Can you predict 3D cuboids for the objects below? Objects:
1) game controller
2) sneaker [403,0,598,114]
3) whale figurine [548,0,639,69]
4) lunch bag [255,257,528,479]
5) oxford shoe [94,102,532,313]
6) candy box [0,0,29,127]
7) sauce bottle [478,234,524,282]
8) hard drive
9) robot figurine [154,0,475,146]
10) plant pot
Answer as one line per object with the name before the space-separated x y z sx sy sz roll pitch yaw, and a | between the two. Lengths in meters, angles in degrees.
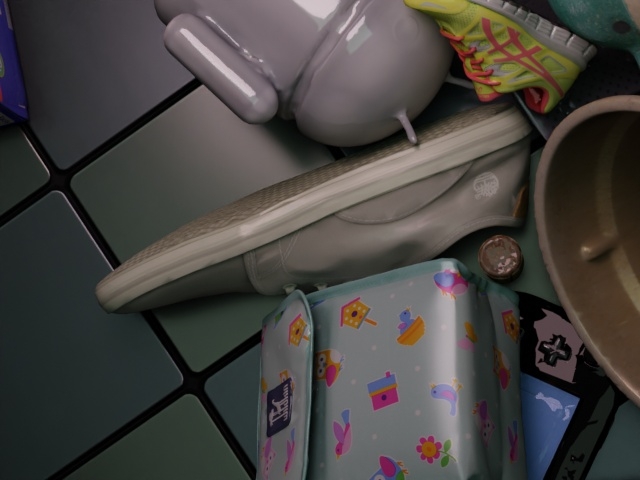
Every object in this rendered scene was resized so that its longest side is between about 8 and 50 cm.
game controller | 0.167 0.210 1.600 0.166 0.067 0.319 25 84 13
sneaker | 0.154 -0.173 1.520 0.208 0.081 0.094 22 100 -28
whale figurine | 0.293 -0.224 1.533 0.141 0.272 0.216 -13 57 30
lunch bag | 0.047 0.154 1.558 0.262 0.160 0.223 -11 67 30
oxford shoe | 0.000 0.000 1.615 0.449 0.169 0.130 -20 102 5
candy box | -0.482 -0.221 1.710 0.317 0.122 0.268 -14 83 5
sauce bottle | 0.171 0.020 1.595 0.042 0.128 0.042 -1 84 6
hard drive | 0.216 -0.237 1.623 0.172 0.054 0.255 -29 89 -10
robot figurine | -0.015 -0.227 1.606 0.353 0.200 0.300 39 58 10
plant pot | 0.410 -0.027 1.462 0.305 0.334 0.334 -28 81 -27
